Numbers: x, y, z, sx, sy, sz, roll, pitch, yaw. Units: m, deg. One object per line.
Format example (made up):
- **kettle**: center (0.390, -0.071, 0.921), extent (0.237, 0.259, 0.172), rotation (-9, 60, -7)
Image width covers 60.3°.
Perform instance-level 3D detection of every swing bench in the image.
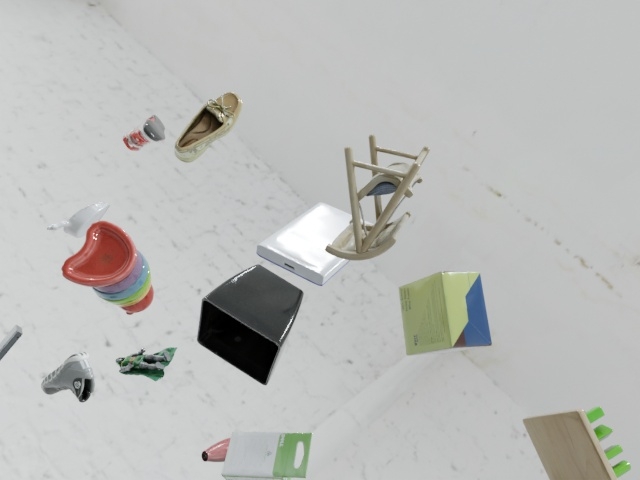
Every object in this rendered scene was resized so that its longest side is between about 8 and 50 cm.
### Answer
- **swing bench**: center (0.139, -0.097, 1.295), extent (0.165, 0.253, 0.255), rotation (15, -69, 12)

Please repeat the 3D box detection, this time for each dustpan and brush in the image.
- **dustpan and brush**: center (-0.764, -0.054, 1.714), extent (0.060, 0.211, 0.147), rotation (42, -69, -6)

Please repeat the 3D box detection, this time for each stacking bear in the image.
- **stacking bear**: center (-0.531, 0.105, 1.477), extent (0.164, 0.175, 0.289), rotation (20, -26, 11)

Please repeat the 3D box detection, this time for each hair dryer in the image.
- **hair dryer**: center (-0.272, 0.723, 1.944), extent (0.223, 0.293, 0.080), rotation (113, -35, -66)

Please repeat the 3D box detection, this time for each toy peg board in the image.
- **toy peg board**: center (0.514, 0.411, 1.091), extent (0.161, 0.079, 0.160), rotation (69, -27, 15)

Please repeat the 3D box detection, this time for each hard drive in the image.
- **hard drive**: center (-0.926, 0.315, 1.607), extent (0.022, 0.135, 0.094), rotation (43, -17, -26)
- **hard drive**: center (0.000, 0.000, 1.546), extent (0.210, 0.318, 0.040), rotation (25, -54, 22)

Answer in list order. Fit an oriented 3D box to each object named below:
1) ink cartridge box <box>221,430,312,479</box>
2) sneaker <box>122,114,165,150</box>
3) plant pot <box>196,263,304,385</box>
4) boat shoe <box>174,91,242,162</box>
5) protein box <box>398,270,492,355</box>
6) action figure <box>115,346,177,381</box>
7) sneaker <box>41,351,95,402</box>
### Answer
- **ink cartridge box**: center (-0.116, 0.511, 1.288), extent (0.209, 0.109, 0.062), rotation (-6, -47, 17)
- **sneaker**: center (-0.645, -0.372, 1.998), extent (0.090, 0.145, 0.270), rotation (53, 4, -24)
- **plant pot**: center (-0.138, 0.168, 1.202), extent (0.188, 0.167, 0.187), rotation (31, -40, 9)
- **boat shoe**: center (-0.345, -0.363, 1.721), extent (0.104, 0.285, 0.089), rotation (36, -16, 0)
- **protein box**: center (0.334, 0.203, 1.503), extent (0.201, 0.136, 0.200), rotation (-33, -122, 59)
- **action figure**: center (-0.594, 0.402, 1.817), extent (0.232, 0.137, 0.063), rotation (-10, -59, 31)
- **sneaker**: center (-0.770, 0.452, 1.693), extent (0.228, 0.086, 0.132), rotation (-41, -108, 27)
